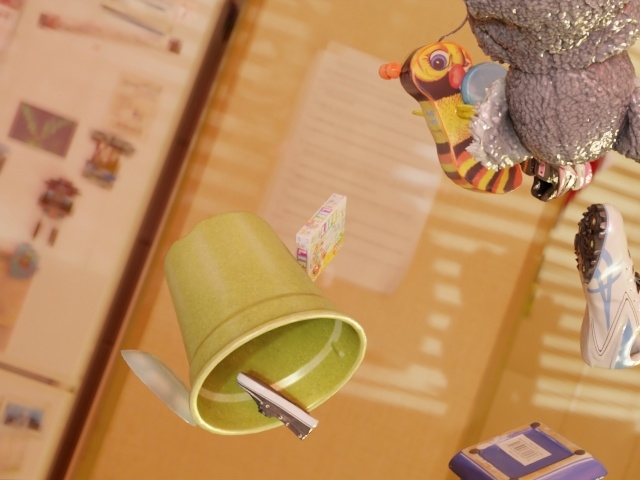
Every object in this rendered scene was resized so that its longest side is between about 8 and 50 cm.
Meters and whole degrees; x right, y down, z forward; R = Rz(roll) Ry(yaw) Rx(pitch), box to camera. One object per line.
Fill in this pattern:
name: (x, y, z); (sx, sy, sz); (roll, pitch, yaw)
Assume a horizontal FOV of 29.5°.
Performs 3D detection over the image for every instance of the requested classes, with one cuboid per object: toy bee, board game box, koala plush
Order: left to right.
board game box: (0.000, 0.000, 2.072); (0.026, 0.103, 0.154); (16, 35, 19)
toy bee: (0.160, -0.196, 1.600); (0.162, 0.298, 0.195); (-12, -15, -15)
koala plush: (0.189, -0.153, 0.949); (0.196, 0.221, 0.203); (1, 29, 19)

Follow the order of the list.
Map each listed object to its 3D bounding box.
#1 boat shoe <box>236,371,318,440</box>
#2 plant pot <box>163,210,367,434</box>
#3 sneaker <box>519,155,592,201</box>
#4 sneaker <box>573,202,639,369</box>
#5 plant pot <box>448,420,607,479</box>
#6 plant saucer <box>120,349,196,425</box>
boat shoe: (-0.069, 0.246, 1.802); (0.142, 0.040, 0.049); (34, 0, -9)
plant pot: (-0.109, 0.105, 1.806); (0.276, 0.276, 0.254); (23, 30, -50)
sneaker: (0.273, -0.111, 1.456); (0.072, 0.077, 0.178); (43, -16, 50)
sneaker: (0.326, 0.049, 1.340); (0.086, 0.085, 0.237); (-7, -48, 7)
plant pot: (0.365, 0.455, 2.109); (0.236, 0.212, 0.236); (-18, 21, -20)
plant saucer: (-0.283, 0.258, 2.225); (0.195, 0.037, 0.195); (45, -4, 4)
